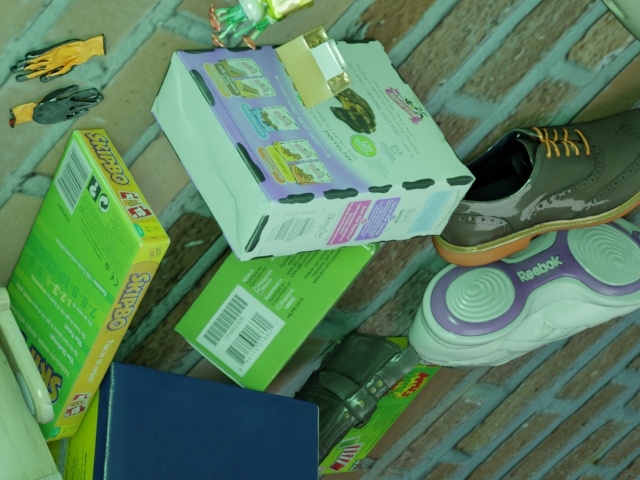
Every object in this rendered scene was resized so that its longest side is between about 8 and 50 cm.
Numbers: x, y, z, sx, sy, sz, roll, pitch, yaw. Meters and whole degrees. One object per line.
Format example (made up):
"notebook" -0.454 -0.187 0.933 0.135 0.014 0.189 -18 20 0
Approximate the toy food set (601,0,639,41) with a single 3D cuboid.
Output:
"toy food set" 0.357 -0.293 1.495 0.306 0.092 0.220 -32 151 15

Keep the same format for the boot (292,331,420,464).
"boot" -0.025 0.185 1.775 0.091 0.263 0.229 49 66 -20

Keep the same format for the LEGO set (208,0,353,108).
"LEGO set" -0.087 -0.201 1.165 0.107 0.132 0.287 -28 127 2

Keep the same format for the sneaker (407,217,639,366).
"sneaker" 0.223 0.055 1.855 0.305 0.114 0.152 -13 158 -22

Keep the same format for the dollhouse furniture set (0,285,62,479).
"dollhouse furniture set" -0.393 0.189 1.359 0.356 0.173 0.303 -20 155 -20

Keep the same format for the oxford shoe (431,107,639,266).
"oxford shoe" 0.228 -0.067 1.676 0.271 0.097 0.098 -27 143 -9

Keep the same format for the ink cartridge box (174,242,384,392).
"ink cartridge box" 0.000 0.000 1.579 0.189 0.097 0.255 -52 178 28

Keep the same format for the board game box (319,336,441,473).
"board game box" 0.040 0.177 1.898 0.092 0.043 0.181 1 136 -43

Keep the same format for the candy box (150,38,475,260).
"candy box" -0.006 -0.074 1.383 0.196 0.165 0.070 -7 141 -35

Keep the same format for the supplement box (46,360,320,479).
"supplement box" -0.163 0.275 1.566 0.194 0.195 0.356 14 149 -22

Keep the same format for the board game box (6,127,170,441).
"board game box" -0.200 0.046 1.417 0.039 0.124 0.259 -5 140 -39

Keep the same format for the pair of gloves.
"pair of gloves" -0.192 -0.115 1.308 0.074 0.010 0.083 -18 147 -23
